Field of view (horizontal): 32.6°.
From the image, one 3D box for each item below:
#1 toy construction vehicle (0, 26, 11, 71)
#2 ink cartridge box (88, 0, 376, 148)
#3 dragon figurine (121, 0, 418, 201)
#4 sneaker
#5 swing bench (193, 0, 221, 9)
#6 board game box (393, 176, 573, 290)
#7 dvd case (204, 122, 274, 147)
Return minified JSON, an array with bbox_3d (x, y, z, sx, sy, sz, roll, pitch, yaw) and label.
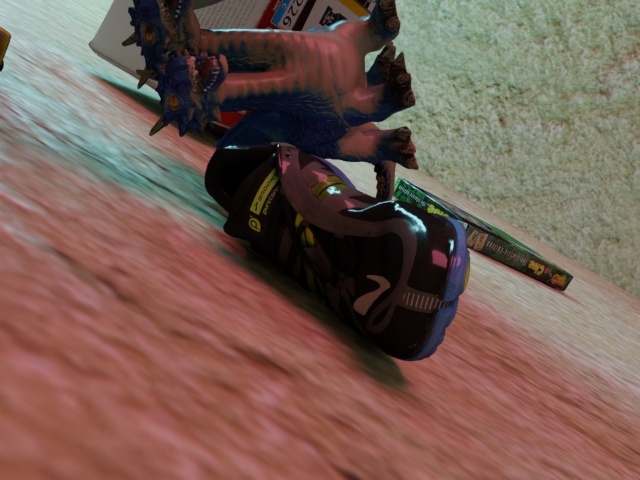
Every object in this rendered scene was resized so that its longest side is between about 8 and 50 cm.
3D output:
[{"bbox_3d":[-0.201,-0.117,0.536,0.098,0.035,0.086,29,8,-11],"label":"toy construction vehicle"},{"bbox_3d":[-0.007,-0.239,0.918,0.130,0.309,0.272,32,8,20],"label":"ink cartridge box"},{"bbox_3d":[-0.021,-0.074,0.629,0.144,0.085,0.289,-10,-13,3],"label":"dragon figurine"},{"bbox_3d":[0.000,0.000,0.491,0.078,0.067,0.188,14,12,-33],"label":"sneaker"},{"bbox_3d":[-0.131,-0.219,0.480,0.254,0.165,0.253,16,-3,19],"label":"swing bench"},{"bbox_3d":[0.211,-0.005,1.405,0.259,0.030,0.136,22,9,-47],"label":"board game box"},{"bbox_3d":[-0.050,-0.077,0.931,0.119,0.013,0.087,31,8,17],"label":"dvd case"}]
